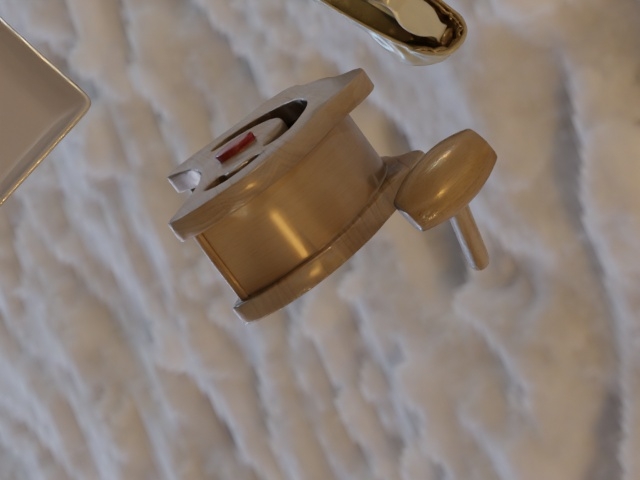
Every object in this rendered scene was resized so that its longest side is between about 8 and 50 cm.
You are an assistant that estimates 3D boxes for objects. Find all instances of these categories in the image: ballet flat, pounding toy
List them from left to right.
[{"bbox_3d":[0.000,0.000,1.162,0.155,0.154,0.269,53,164,-12],"label":"pounding toy"},{"bbox_3d":[0.033,-0.238,1.732,0.248,0.086,0.086,30,164,-23],"label":"ballet flat"}]

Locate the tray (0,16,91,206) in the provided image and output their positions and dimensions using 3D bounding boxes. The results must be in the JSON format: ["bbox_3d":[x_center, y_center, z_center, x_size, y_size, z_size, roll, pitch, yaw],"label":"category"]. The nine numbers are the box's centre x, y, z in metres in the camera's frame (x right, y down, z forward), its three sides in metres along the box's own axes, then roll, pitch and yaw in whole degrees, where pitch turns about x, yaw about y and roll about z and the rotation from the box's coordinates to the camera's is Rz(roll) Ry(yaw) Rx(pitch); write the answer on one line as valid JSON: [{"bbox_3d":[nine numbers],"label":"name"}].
[{"bbox_3d":[-0.297,-0.039,1.413,0.145,0.270,0.030,42,178,27],"label":"tray"}]
